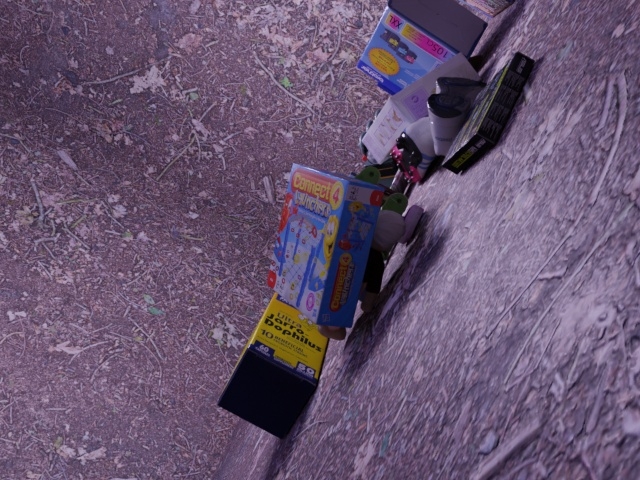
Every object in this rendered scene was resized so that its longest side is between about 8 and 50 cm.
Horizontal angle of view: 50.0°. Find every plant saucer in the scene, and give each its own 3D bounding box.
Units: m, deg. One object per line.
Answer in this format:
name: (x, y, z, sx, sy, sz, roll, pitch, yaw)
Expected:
plant saucer: (0.403, -0.460, 2.009, 0.198, 0.036, 0.198, -61, 3, 6)

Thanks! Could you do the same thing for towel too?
towel: (0.212, -0.136, 1.945, 0.152, 0.023, 0.113, -64, -19, -12)

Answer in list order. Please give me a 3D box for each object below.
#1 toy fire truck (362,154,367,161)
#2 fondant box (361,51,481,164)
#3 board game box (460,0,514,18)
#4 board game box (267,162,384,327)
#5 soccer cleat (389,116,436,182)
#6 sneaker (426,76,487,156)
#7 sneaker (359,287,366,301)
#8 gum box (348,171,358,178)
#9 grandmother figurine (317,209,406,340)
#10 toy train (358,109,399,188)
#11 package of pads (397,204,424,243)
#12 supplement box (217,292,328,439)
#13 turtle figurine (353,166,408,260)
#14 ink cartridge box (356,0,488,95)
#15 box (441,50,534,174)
toy fire truck: (0.215, -0.370, 2.502, 0.135, 0.047, 0.192, -60, 3, 35)
fondant box: (0.264, -0.349, 1.868, 0.238, 0.096, 0.330, -34, -5, -14)
board game box: (0.537, -0.815, 2.038, 0.232, 0.141, 0.291, -61, 3, 11)
board game box: (0.000, 0.000, 1.518, 0.308, 0.086, 0.301, 27, 107, 63)
soccer cleat: (0.265, -0.232, 1.737, 0.143, 0.116, 0.331, -33, -5, -1)
sneaker: (0.292, -0.282, 1.520, 0.297, 0.111, 0.129, -48, -35, -52)
sneaker: (0.090, 0.117, 1.663, 0.053, 0.059, 0.144, -61, 5, -12)
gum box: (0.143, -0.150, 2.378, 0.041, 0.157, 0.184, -63, 4, -25)
grandmother figurine: (0.082, 0.062, 1.545, 0.104, 0.207, 0.342, -9, -38, -43)
toy train: (0.225, -0.297, 2.171, 0.334, 0.142, 0.190, -59, -44, -51)
package of pads: (0.196, -0.036, 1.524, 0.083, 0.032, 0.050, -61, 2, -18)
supplement box: (-0.112, 0.324, 1.854, 0.195, 0.194, 0.356, -61, 3, 20)
turtle figurine: (0.097, -0.046, 1.643, 0.266, 0.275, 0.197, 103, 156, -72)
ink cartridge box: (0.279, -0.553, 2.023, 0.151, 0.270, 0.395, -57, 1, -18)
box: (0.313, -0.236, 1.299, 0.190, 0.045, 0.184, -61, 5, -16)
